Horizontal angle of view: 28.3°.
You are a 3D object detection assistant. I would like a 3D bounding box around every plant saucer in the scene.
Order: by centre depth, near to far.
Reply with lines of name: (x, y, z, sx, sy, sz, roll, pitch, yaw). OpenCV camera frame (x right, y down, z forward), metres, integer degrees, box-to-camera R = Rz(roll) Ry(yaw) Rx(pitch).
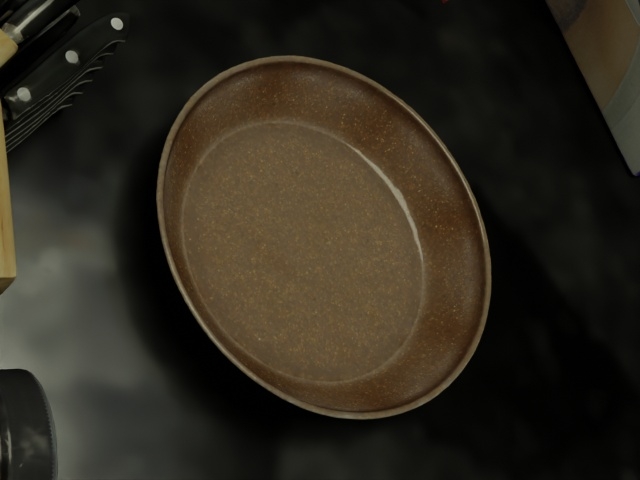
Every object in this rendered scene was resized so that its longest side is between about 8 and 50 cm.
plant saucer: (0.000, 0.000, 0.661, 0.198, 0.036, 0.198, 13, 62, -27)

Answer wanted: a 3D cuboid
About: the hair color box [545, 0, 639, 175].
hair color box: (0.215, -0.234, 0.809, 0.110, 0.185, 0.339, -17, 79, -35)

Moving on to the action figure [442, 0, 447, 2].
action figure: (0.030, -0.181, 0.767, 0.115, 0.030, 0.038, 26, 52, -15)

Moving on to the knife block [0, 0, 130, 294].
knife block: (-0.213, -0.081, 0.529, 0.276, 0.088, 0.242, 0, 68, -32)

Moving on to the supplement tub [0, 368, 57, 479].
supplement tub: (-0.199, 0.083, 0.453, 0.198, 0.106, 0.106, 1, 69, -32)
